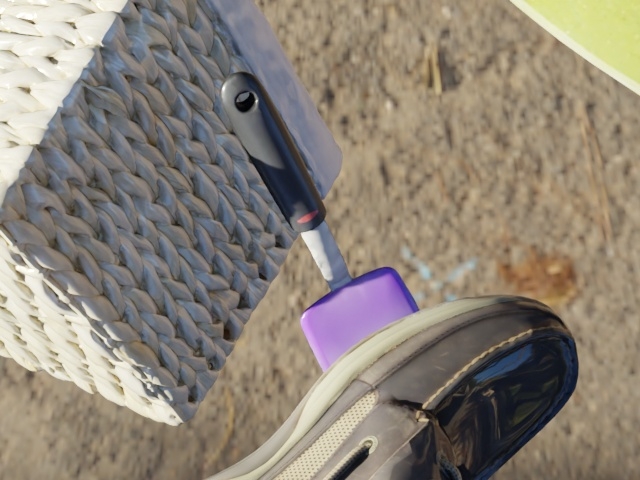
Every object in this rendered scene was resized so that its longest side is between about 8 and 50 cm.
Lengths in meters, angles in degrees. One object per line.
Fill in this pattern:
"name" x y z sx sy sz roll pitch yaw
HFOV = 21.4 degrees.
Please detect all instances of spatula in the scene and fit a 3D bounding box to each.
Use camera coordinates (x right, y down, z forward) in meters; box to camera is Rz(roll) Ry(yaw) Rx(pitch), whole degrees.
"spatula" 0.000 0.000 1.148 0.084 0.030 0.296 -29 130 -3

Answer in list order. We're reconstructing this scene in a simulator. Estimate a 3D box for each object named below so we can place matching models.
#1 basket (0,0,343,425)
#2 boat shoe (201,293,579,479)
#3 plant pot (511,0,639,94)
"basket" -0.213 -0.075 1.245 0.328 0.266 0.331 16 158 30
"boat shoe" 0.024 0.165 0.955 0.355 0.130 0.132 -35 132 -18
"plant pot" 0.200 -0.212 0.572 0.274 0.275 0.294 23 121 -15
